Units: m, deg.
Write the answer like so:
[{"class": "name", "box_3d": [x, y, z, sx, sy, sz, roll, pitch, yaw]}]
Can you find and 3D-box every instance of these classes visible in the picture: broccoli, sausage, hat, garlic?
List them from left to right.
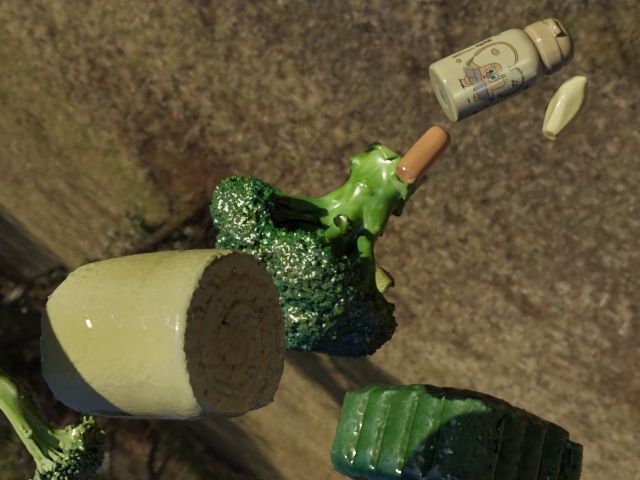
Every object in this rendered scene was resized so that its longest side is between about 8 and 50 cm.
[{"class": "broccoli", "box_3d": [-0.357, 0.236, 1.382, 0.118, 0.122, 0.204, -8, 125, 48]}, {"class": "broccoli", "box_3d": [0.000, 0.000, 1.379, 0.298, 0.297, 0.297, 36, 179, 1]}, {"class": "hat", "box_3d": [0.080, 0.072, 1.811, 0.059, 0.076, 0.077, 52, -177, 0]}, {"class": "sausage", "box_3d": [0.126, -0.104, 1.330, 0.034, 0.083, 0.034, 37, 160, 16]}, {"class": "garlic", "box_3d": [0.299, -0.160, 1.342, 0.041, 0.083, 0.053, 28, 178, 4]}]

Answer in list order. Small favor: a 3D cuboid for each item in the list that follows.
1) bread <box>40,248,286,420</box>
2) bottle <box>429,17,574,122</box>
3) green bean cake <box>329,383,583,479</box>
[{"class": "bread", "box_3d": [-0.120, 0.074, 0.858, 0.141, 0.133, 0.148, -3, 165, 27]}, {"class": "bottle", "box_3d": [0.275, -0.256, 1.635, 0.110, 0.209, 0.097, 72, 174, -65]}, {"class": "green bean cake", "box_3d": [0.212, 0.332, 1.701, 0.300, 0.169, 0.308, 29, 158, -37]}]
